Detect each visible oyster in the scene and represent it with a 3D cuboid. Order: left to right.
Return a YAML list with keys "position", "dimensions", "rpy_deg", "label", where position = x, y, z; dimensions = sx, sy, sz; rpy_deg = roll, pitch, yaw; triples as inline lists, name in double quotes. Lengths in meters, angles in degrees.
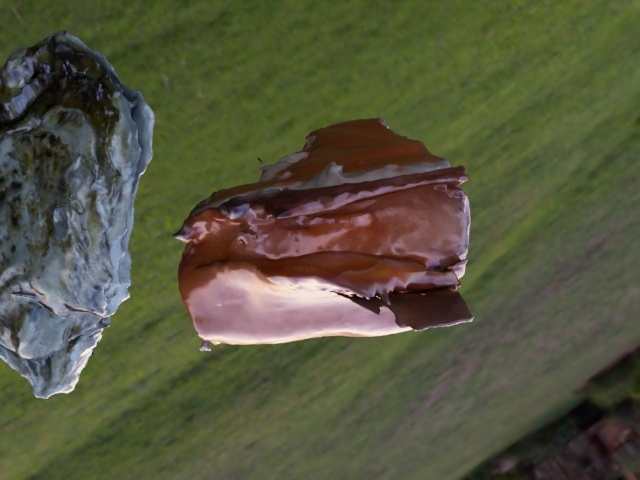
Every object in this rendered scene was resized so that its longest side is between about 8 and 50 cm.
- position: [-0.144, -0.015, 0.587]
  dimensions: [0.064, 0.125, 0.177]
  rpy_deg: [-5, 125, -63]
  label: "oyster"

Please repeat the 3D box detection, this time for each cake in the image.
- position: [-0.002, -0.007, 0.593]
  dimensions: [0.135, 0.098, 0.287]
  rpy_deg: [-13, -173, 0]
  label: "cake"
